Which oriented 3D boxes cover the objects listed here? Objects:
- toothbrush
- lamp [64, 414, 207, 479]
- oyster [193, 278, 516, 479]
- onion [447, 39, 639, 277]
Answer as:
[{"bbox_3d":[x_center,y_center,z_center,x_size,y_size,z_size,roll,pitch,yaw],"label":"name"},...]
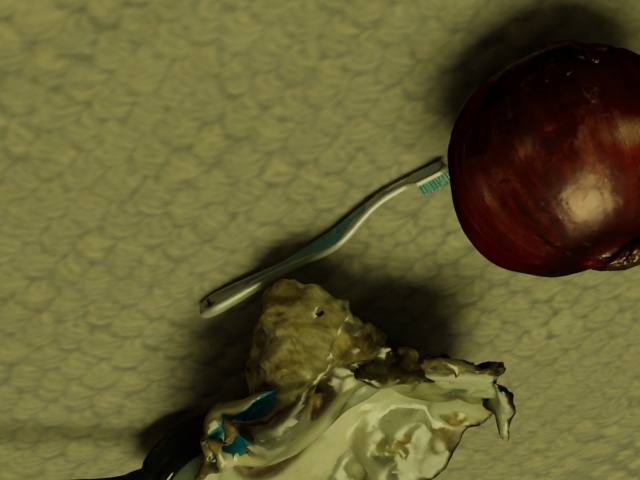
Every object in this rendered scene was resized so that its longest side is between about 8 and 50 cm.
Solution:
[{"bbox_3d":[0.000,0.000,1.066,0.162,0.014,0.017,-29,126,14],"label":"toothbrush"},{"bbox_3d":[-0.221,0.133,1.119,0.371,0.108,0.130,-18,137,-29],"label":"lamp"},{"bbox_3d":[0.003,0.110,1.151,0.214,0.083,0.223,15,134,-45],"label":"oyster"},{"bbox_3d":[0.126,-0.039,0.976,0.131,0.131,0.131,-13,146,-9],"label":"onion"}]
